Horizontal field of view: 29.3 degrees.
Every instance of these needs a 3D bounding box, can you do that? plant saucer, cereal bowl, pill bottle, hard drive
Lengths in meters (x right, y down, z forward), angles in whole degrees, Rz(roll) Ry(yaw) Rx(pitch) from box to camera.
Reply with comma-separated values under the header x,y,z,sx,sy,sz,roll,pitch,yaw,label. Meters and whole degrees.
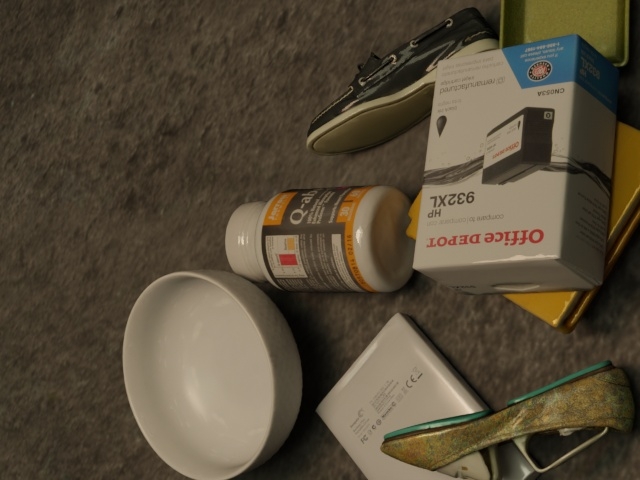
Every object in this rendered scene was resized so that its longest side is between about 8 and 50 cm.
x,y,z,sx,sy,sz,roll,pitch,yaw,label
0.352,-0.325,1.743,0.188,0.045,0.188,-1,81,29,plant saucer
-0.153,0.206,1.944,0.339,0.141,0.339,6,99,41,cereal bowl
0.000,0.000,1.879,0.278,0.162,0.162,-1,80,36,pill bottle
0.150,0.289,1.787,0.210,0.040,0.318,-52,56,17,hard drive

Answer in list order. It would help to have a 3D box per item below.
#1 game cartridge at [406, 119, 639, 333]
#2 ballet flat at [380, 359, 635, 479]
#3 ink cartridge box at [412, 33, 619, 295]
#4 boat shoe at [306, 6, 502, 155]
x,y,z,sx,sy,sz,roll,pitch,yaw,label
0.294,-0.065,1.711,0.324,0.053,0.285,35,96,44,game cartridge
0.251,0.264,1.637,0.348,0.123,0.123,-20,69,13,ballet flat
0.260,-0.094,1.628,0.223,0.129,0.307,-5,69,38,ink cartridge box
0.115,-0.245,1.863,0.340,0.127,0.113,-30,64,27,boat shoe
